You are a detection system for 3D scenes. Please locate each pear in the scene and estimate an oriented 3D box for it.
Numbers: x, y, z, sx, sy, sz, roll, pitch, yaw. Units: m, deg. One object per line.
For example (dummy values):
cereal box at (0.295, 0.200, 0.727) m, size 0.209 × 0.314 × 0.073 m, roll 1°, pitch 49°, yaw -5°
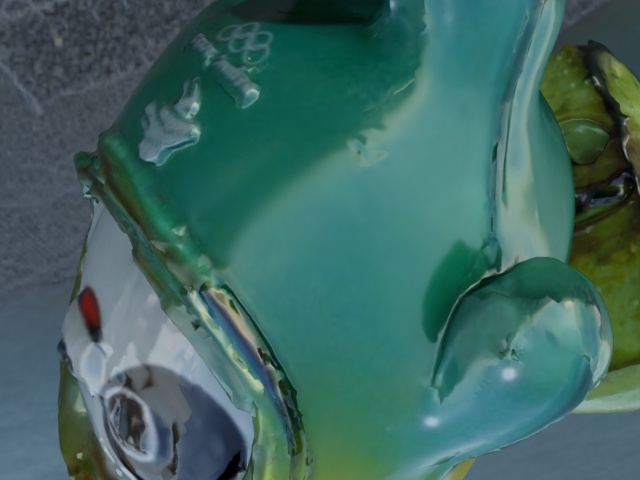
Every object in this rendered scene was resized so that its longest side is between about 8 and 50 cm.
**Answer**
pear at (0.143, 0.031, 0.714) m, size 0.255 × 0.238 × 0.164 m, roll -29°, pitch 149°, yaw 27°

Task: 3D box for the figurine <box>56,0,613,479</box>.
figurine at (0.000, 0.000, 0.466) m, size 0.231 × 0.323 × 0.340 m, roll -2°, pitch 123°, yaw -33°
